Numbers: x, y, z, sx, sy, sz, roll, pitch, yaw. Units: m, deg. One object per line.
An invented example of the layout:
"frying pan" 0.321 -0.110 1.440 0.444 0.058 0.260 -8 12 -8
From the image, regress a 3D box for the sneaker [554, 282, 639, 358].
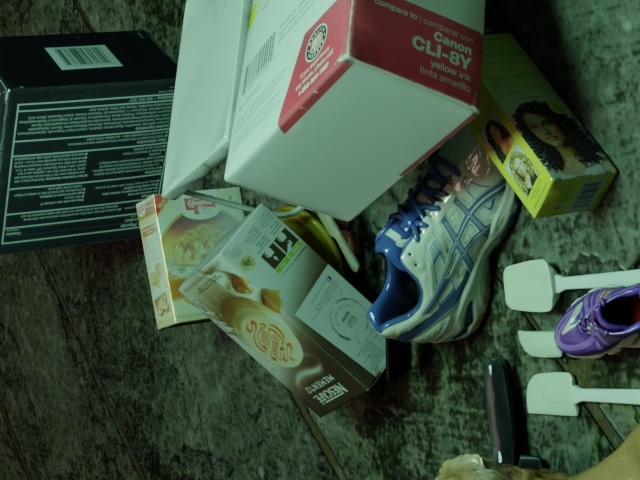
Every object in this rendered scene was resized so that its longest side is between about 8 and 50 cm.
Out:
"sneaker" 0.278 0.071 1.452 0.170 0.071 0.068 -34 67 53

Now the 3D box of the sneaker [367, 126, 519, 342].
"sneaker" 0.130 -0.016 1.649 0.112 0.131 0.297 37 125 53

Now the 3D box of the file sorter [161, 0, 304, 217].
"file sorter" -0.064 -0.188 1.813 0.193 0.173 0.278 -34 46 56

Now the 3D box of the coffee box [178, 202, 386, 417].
"coffee box" -0.035 0.089 1.853 0.246 0.098 0.141 42 147 -6

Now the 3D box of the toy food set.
"toy food set" 0.000 0.000 1.942 0.128 0.071 0.218 56 149 -2

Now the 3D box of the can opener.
"can opener" 0.206 0.220 1.655 0.059 0.073 0.186 41 -142 -77

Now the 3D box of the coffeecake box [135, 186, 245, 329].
"coffeecake box" -0.174 0.024 2.152 0.068 0.142 0.186 -22 78 58

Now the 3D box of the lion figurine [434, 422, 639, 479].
"lion figurine" 0.277 0.257 1.431 0.392 0.142 0.240 -29 44 23

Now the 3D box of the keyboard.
"keyboard" 0.105 0.066 1.761 0.038 0.100 0.192 4 104 19

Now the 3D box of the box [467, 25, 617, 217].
"box" 0.204 -0.126 1.546 0.232 0.087 0.058 58 143 34

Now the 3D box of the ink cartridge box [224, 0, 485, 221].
"ink cartridge box" 0.044 -0.258 1.585 0.279 0.160 0.385 -41 37 54

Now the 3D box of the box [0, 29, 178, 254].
"box" -0.395 -0.156 2.335 0.183 0.296 0.294 48 134 44

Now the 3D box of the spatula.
"spatula" 0.274 0.099 1.538 0.242 0.019 0.168 -9 87 60
